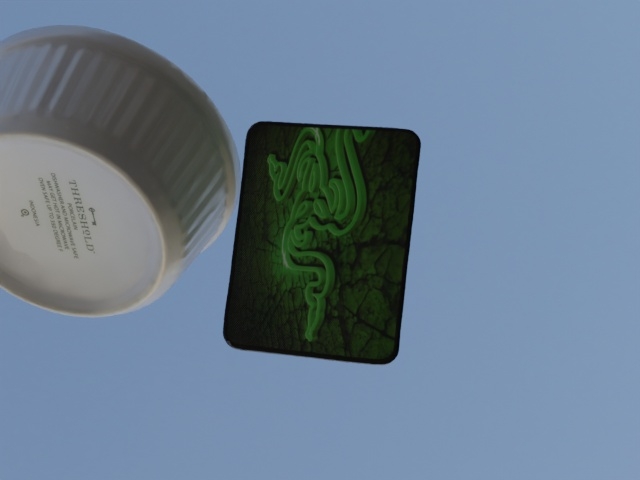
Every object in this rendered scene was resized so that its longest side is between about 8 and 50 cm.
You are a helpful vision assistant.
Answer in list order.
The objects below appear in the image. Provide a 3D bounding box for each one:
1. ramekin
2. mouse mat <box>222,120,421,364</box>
[{"bbox_3d":[-0.219,-0.049,1.530,0.273,0.272,0.127,51,-143,-24],"label":"ramekin"},{"bbox_3d":[0.000,0.000,1.357,0.007,0.152,0.190,21,-106,-67],"label":"mouse mat"}]
